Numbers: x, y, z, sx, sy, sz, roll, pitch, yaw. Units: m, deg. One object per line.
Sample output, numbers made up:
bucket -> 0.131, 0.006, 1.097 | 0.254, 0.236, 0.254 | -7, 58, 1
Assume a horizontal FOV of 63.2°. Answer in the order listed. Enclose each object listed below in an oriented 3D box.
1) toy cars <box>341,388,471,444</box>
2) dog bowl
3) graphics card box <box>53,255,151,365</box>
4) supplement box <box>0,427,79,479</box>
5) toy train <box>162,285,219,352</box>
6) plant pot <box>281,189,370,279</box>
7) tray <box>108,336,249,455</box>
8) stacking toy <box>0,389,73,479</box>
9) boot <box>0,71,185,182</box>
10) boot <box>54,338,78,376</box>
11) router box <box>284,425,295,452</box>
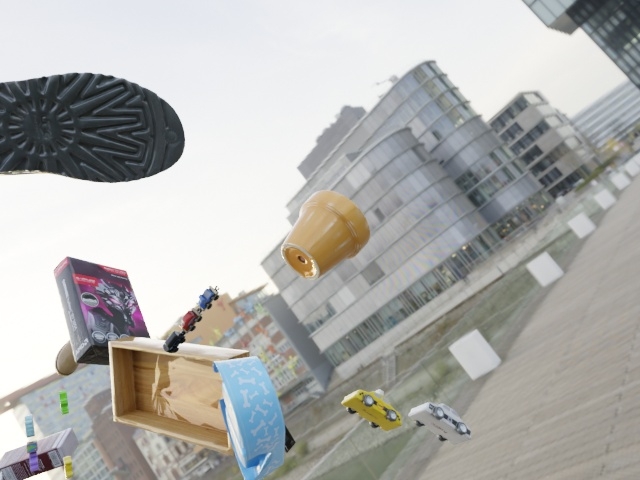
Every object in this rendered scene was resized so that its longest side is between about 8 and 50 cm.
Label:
toy cars -> 0.266, 0.525, 1.604 | 0.087, 0.394, 0.176 | -68, -22, -44
dog bowl -> -0.120, 0.310, 0.900 | 0.074, 0.166, 0.297 | -17, -38, -20
graphics card box -> -0.691, 0.226, 1.657 | 0.094, 0.371, 0.233 | -44, -36, 16
supplement box -> -0.968, 0.739, 1.768 | 0.240, 0.073, 0.130 | -18, 12, -5
toy train -> -0.245, 0.148, 0.983 | 0.158, 0.027, 0.036 | -52, -27, 2
plant pot -> 0.000, 0.000, 1.408 | 0.188, 0.205, 0.205 | -48, -3, -33
tray -> -0.332, 0.343, 1.204 | 0.411, 0.202, 0.076 | -2, 3, 35
stacking toy -> -0.696, 0.486, 1.255 | 0.167, 0.221, 0.052 | -5, 1, -29
boot -> -0.464, -0.173, 0.843 | 0.367, 0.146, 0.445 | -3, 9, -32
boot -> -0.867, 0.361, 1.923 | 0.269, 0.089, 0.236 | -32, 35, 39
router box -> -0.163, 0.536, 1.544 | 0.133, 0.178, 0.046 | 5, 38, 47
